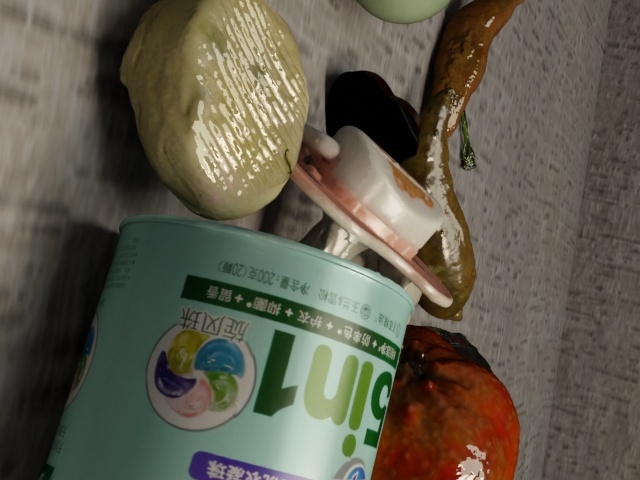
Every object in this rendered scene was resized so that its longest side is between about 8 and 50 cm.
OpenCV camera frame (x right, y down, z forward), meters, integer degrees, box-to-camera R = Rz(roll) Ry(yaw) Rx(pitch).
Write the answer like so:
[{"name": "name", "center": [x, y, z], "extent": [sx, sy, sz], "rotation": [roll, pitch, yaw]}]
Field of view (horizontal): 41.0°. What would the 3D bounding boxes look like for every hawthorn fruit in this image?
[{"name": "hawthorn fruit", "center": [0.077, 0.266, 1.007], "extent": [0.287, 0.287, 0.330], "rotation": [-42, 146, -52]}]

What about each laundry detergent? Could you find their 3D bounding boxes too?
[{"name": "laundry detergent", "center": [-0.086, 0.168, 0.768], "extent": [0.287, 0.287, 0.305], "rotation": [40, 61, -60]}]

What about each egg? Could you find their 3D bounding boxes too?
[{"name": "egg", "center": [0.114, -0.370, 1.164], "extent": [0.192, 0.149, 0.149], "rotation": [-29, 124, -51]}]

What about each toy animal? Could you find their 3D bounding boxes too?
[{"name": "toy animal", "center": [0.073, 0.102, 1.220], "extent": [0.178, 0.127, 0.193], "rotation": [-37, 134, -72]}]

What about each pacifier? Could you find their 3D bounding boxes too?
[{"name": "pacifier", "center": [0.026, -0.013, 1.021], "extent": [0.332, 0.220, 0.273], "rotation": [37, 64, -37]}]

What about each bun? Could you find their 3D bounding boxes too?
[{"name": "bun", "center": [-0.105, -0.138, 0.825], "extent": [0.210, 0.116, 0.237], "rotation": [52, 43, -43]}]

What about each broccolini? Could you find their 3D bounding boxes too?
[{"name": "broccolini", "center": [0.289, -0.202, 1.723], "extent": [0.035, 0.030, 0.140], "rotation": [-28, 125, -15]}]

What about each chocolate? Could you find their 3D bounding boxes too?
[{"name": "chocolate", "center": [0.077, -0.162, 1.189], "extent": [0.125, 0.148, 0.080], "rotation": [-54, 173, 35]}]

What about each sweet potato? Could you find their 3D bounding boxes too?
[{"name": "sweet potato", "center": [0.194, -0.043, 1.465], "extent": [0.130, 0.130, 0.423], "rotation": [-39, 126, -54]}, {"name": "sweet potato", "center": [0.257, -0.336, 1.535], "extent": [0.106, 0.095, 0.355], "rotation": [34, 72, -13]}]

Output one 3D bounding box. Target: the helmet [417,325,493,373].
[{"name": "helmet", "center": [0.131, 0.245, 1.338], "extent": [0.279, 0.230, 0.160], "rotation": [-49, 126, -12]}]
